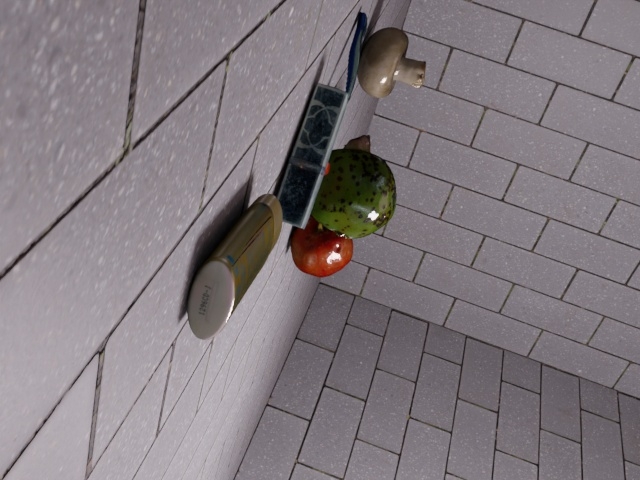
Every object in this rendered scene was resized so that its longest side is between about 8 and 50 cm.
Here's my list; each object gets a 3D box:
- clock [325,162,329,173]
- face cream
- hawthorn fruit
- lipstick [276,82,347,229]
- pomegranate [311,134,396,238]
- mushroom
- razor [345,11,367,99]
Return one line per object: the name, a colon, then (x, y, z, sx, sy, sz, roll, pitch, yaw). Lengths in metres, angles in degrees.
clock: (-0.032, -0.120, 1.813, 0.113, 0.061, 0.155, 71, 42, -85)
face cream: (-0.123, 0.027, 1.206, 0.285, 0.067, 0.139, -61, 171, -63)
hawthorn fruit: (0.000, 0.000, 2.126, 0.200, 0.179, 0.179, 78, 29, -55)
lipstick: (-0.020, -0.170, 1.573, 0.076, 0.078, 0.289, 44, 65, -85)
pomegranate: (0.079, -0.139, 1.997, 0.254, 0.254, 0.270, 69, 28, -84)
mushroom: (0.207, -0.495, 2.227, 0.204, 0.204, 0.204, 20, 90, -86)
razor: (0.063, -0.391, 1.806, 0.093, 0.056, 0.324, 94, 15, -70)
